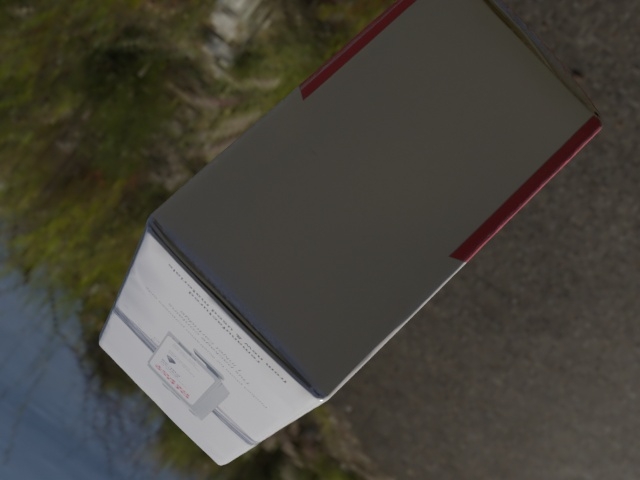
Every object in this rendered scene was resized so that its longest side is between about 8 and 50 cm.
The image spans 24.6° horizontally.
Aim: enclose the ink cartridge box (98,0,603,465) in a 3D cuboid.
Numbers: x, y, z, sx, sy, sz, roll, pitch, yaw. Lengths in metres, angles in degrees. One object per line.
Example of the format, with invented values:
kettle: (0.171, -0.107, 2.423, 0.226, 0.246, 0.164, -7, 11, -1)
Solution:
ink cartridge box: (0.000, 0.000, 0.797, 0.117, 0.207, 0.283, 46, 161, 1)
